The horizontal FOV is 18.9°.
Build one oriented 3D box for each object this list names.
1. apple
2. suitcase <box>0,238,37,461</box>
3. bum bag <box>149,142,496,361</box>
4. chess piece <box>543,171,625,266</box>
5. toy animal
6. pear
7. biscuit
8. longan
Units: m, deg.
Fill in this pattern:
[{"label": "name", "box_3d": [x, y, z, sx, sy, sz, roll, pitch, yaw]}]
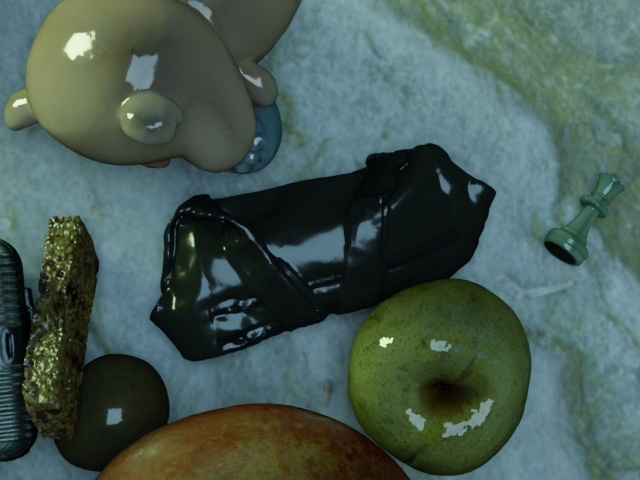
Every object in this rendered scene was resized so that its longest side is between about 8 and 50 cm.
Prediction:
[{"label": "apple", "box_3d": [-0.058, 0.305, 1.557, 0.348, 0.277, 0.349, 0, 88, -13]}, {"label": "suitcase", "box_3d": [-0.392, 0.105, 1.616, 0.312, 0.128, 0.202, -5, 86, -7]}, {"label": "bum bag", "box_3d": [0.000, 0.000, 1.690, 0.326, 0.079, 0.142, -18, 94, -8]}, {"label": "chess piece", "box_3d": [0.243, -0.024, 1.740, 0.042, 0.042, 0.093, 38, 76, -2]}, {"label": "toy animal", "box_3d": [-0.125, -0.170, 1.629, 0.229, 0.210, 0.221, 4, 94, -40]}, {"label": "pear", "box_3d": [0.103, 0.117, 1.660, 0.167, 0.136, 0.167, -1, 99, -7]}, {"label": "biscuit", "box_3d": [-0.218, 0.070, 1.626, 0.034, 0.064, 0.199, -6, 52, 12]}, {"label": "longan", "box_3d": [-0.183, 0.148, 1.656, 0.092, 0.113, 0.113, 40, 80, -43]}]
